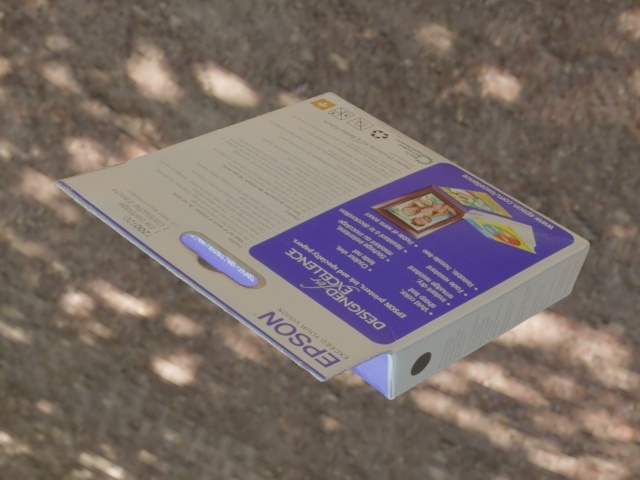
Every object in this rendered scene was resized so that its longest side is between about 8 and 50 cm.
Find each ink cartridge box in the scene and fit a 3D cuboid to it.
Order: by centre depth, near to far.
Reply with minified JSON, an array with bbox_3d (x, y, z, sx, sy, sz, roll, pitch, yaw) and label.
[{"bbox_3d":[0.000,0.000,0.751,0.206,0.208,0.045,34,129,33],"label":"ink cartridge box"}]
